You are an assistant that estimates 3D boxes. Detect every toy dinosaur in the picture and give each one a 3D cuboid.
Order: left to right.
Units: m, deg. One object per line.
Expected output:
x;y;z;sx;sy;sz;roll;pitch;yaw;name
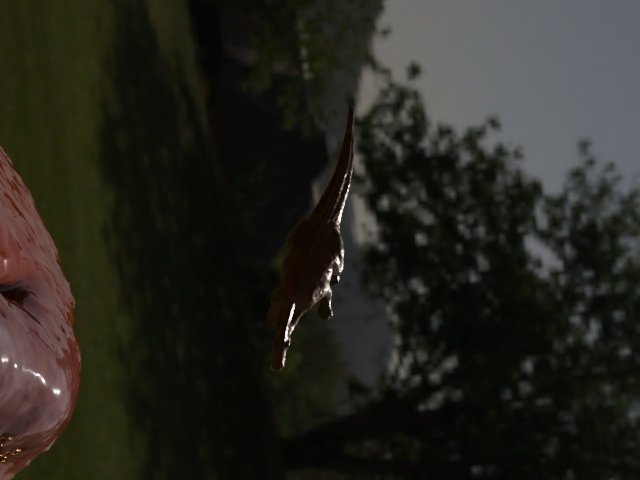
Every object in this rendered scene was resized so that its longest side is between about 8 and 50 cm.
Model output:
-0.001;0.002;0.636;0.041;0.026;0.113;89;20;-69;toy dinosaur

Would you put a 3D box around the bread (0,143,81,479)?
-0.178;0.031;0.399;0.123;0.244;0.190;43;19;-50;bread
